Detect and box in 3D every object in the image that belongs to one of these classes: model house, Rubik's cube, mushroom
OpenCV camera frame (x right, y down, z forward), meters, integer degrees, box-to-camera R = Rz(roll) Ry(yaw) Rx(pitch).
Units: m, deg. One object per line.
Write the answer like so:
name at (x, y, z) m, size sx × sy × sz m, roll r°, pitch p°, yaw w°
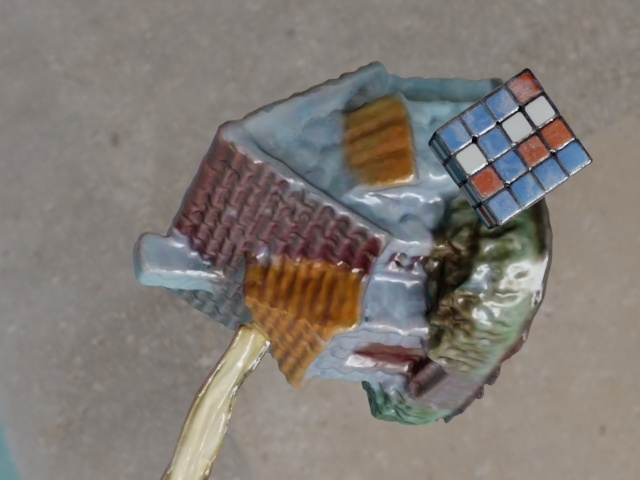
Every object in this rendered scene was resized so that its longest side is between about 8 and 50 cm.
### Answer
model house at (0.000, 0.000, 1.456) m, size 0.339 × 0.360 × 0.297 m, roll 7°, pitch 62°, yaw -16°
Rubik's cube at (0.151, -0.072, 1.176) m, size 0.092 × 0.092 × 0.092 m, roll -34°, pitch 88°, yaw 0°
mushroom at (-0.077, 0.154, 0.417) m, size 0.028 × 0.026 × 0.286 m, roll 7°, pitch 71°, yaw 57°
